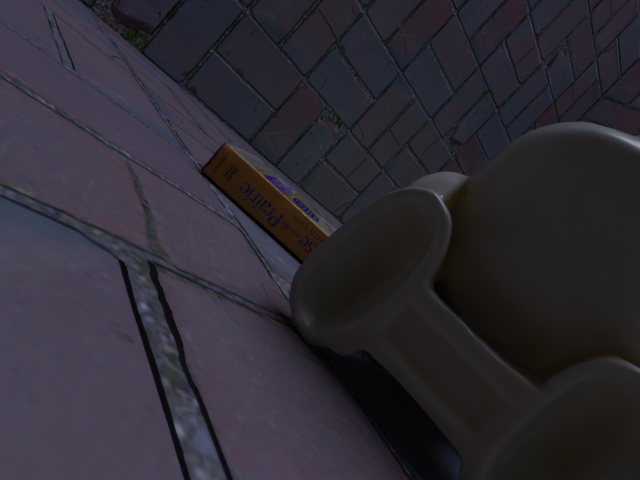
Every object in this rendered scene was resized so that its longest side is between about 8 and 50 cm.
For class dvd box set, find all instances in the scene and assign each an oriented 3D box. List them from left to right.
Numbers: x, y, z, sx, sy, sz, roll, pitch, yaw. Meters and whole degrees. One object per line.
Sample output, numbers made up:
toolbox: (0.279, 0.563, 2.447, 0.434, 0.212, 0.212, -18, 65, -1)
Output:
dvd box set: (0.000, 0.000, 0.799, 0.420, 0.062, 0.307, 42, 6, -5)

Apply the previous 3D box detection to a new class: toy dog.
toy dog: (0.218, 0.035, 0.489, 0.285, 0.395, 0.408, 36, 11, 23)
